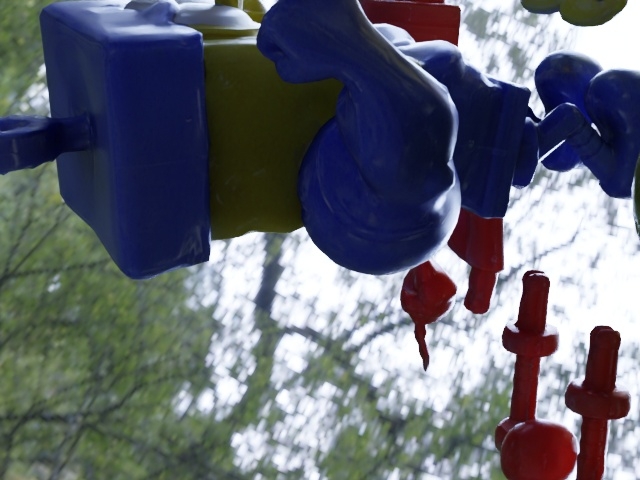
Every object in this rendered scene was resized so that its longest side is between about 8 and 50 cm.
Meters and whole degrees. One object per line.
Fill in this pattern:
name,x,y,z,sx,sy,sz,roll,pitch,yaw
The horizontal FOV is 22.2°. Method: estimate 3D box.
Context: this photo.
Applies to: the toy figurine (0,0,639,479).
toy figurine,0.000,0.000,0.462,0.217,0.362,0.191,0,-75,-18
